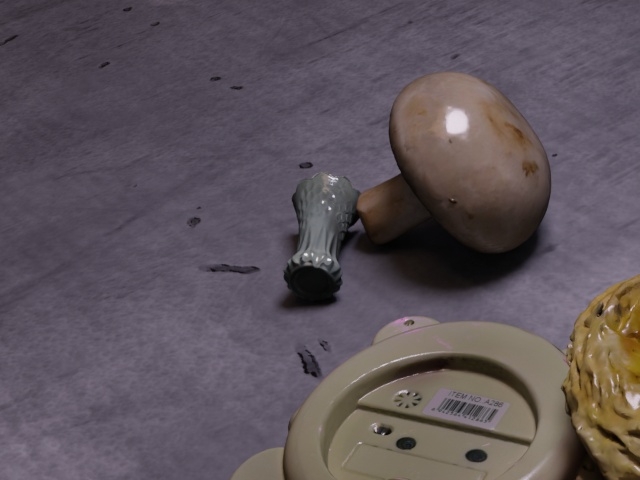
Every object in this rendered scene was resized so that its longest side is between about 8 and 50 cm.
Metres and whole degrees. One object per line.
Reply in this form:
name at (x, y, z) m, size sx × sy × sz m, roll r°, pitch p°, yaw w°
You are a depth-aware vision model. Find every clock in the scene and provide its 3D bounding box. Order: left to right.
clock at (0.100, 0.185, 1.172) m, size 0.284 × 0.114 × 0.309 m, roll 8°, pitch 34°, yaw 29°

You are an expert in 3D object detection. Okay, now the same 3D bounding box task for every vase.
vase at (0.000, 0.000, 1.524) m, size 0.081 × 0.081 × 0.149 m, roll -4°, pitch 36°, yaw 11°

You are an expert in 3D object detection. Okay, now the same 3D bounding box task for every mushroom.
mushroom at (0.130, -0.066, 1.508) m, size 0.215 × 0.207 × 0.207 m, roll -32°, pitch 23°, yaw 27°

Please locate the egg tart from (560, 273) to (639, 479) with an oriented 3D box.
egg tart at (0.367, 0.150, 1.081) m, size 0.387 × 0.169 × 0.388 m, roll -1°, pitch 31°, yaw 1°
